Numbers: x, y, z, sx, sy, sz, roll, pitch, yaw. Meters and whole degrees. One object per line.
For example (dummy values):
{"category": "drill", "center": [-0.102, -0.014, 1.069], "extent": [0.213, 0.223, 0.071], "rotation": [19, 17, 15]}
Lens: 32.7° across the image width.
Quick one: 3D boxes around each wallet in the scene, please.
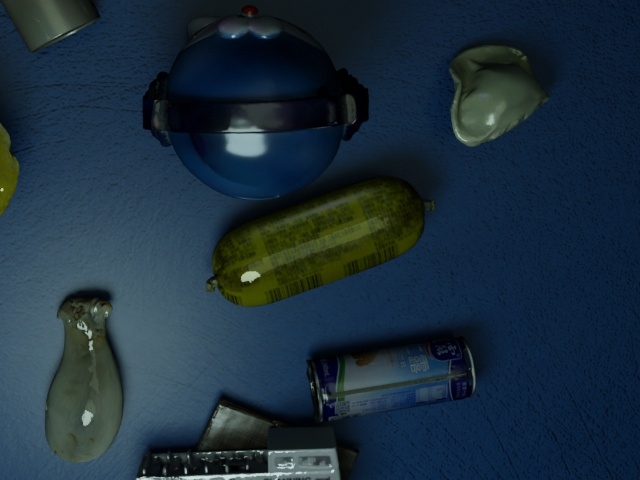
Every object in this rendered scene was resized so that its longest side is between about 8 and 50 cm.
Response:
{"category": "wallet", "center": [-0.068, 0.323, 1.615], "extent": [0.230, 0.042, 0.124], "rotation": [23, 100, -9]}

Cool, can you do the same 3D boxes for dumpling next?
{"category": "dumpling", "center": [0.239, -0.216, 1.560], "extent": [0.169, 0.100, 0.134], "rotation": [-35, 87, -5]}

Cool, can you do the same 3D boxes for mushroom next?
{"category": "mushroom", "center": [-0.329, 0.193, 1.530], "extent": [0.116, 0.093, 0.225], "rotation": [10, 102, 11]}

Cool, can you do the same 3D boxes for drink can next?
{"category": "drink can", "center": [0.101, 0.203, 1.598], "extent": [0.235, 0.097, 0.097], "rotation": [-9, 99, -7]}

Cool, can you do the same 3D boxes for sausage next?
{"category": "sausage", "center": [0.000, 0.000, 1.537], "extent": [0.347, 0.123, 0.123], "rotation": [-19, 101, -6]}

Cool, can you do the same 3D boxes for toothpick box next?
{"category": "toothpick box", "center": [-0.379, -0.352, 1.435], "extent": [0.111, 0.111, 0.181], "rotation": [-28, 102, -4]}

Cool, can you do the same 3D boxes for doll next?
{"category": "doll", "center": [-0.086, -0.178, 1.405], "extent": [0.284, 0.310, 0.240], "rotation": [-3, 100, -9]}

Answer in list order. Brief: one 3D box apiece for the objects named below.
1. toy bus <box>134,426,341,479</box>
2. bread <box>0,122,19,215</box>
{"category": "toy bus", "center": [-0.114, 0.347, 1.543], "extent": [0.301, 0.113, 0.139], "rotation": [-2, 101, -2]}
{"category": "bread", "center": [-0.486, -0.090, 1.424], "extent": [0.197, 0.170, 0.197], "rotation": [-1, 96, -10]}
